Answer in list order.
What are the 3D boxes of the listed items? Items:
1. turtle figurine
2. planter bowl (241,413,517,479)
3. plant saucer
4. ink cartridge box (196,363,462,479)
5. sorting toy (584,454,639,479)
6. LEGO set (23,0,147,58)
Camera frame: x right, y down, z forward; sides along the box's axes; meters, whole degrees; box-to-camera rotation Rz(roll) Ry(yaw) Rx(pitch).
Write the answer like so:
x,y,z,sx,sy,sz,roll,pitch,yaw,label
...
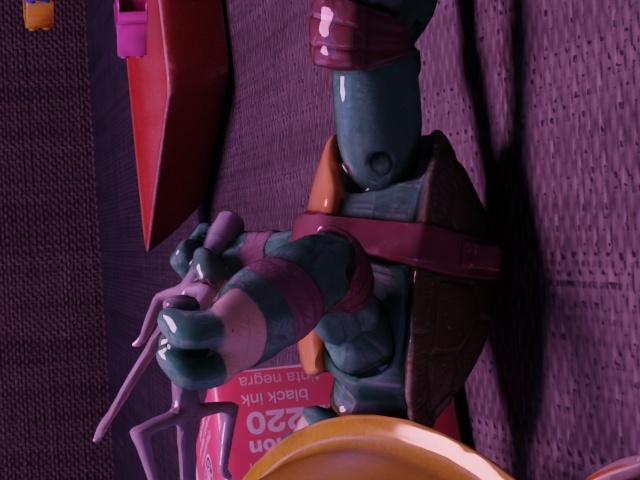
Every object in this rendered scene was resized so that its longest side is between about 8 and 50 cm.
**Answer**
x,y,z,sx,sy,sz,roll,pitch,yaw,label
0.000,0.000,0.624,0.175,0.118,0.234,171,107,-80,turtle figurine
-0.015,0.145,0.355,0.217,0.090,0.217,16,109,57,planter bowl
-0.104,-0.158,1.361,0.259,0.047,0.258,107,157,-65,plant saucer
0.008,0.171,0.714,0.158,0.092,0.218,106,156,-62,ink cartridge box
0.069,0.095,0.517,0.075,0.044,0.083,-7,-86,-81,sorting toy
-0.170,-0.181,1.347,0.227,0.087,0.093,-109,19,-60,LEGO set
